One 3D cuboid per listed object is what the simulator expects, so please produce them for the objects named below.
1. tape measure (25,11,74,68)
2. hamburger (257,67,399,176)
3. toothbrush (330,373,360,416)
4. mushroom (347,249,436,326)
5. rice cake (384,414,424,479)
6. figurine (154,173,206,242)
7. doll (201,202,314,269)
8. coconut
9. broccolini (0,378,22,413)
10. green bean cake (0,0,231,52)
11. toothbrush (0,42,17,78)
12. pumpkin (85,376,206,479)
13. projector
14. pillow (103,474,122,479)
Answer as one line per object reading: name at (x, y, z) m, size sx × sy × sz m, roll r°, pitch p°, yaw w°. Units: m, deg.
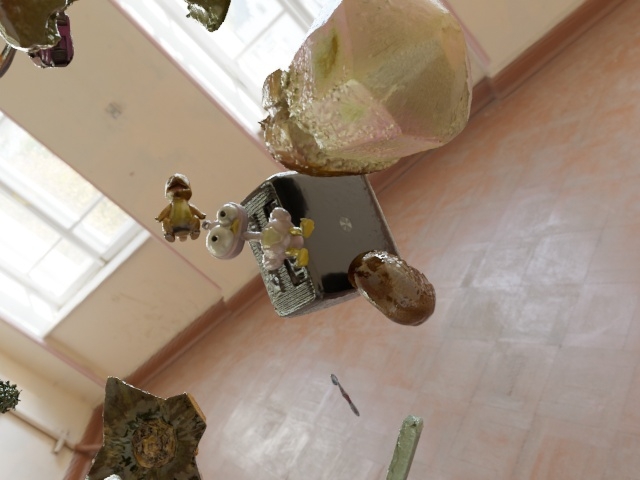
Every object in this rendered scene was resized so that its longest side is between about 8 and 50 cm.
tape measure at (-0.522, -0.393, 1.023) m, size 0.074 × 0.125 × 0.118 m, roll -21°, pitch 45°, yaw -40°
hamburger at (0.008, -0.294, 1.368) m, size 0.446 × 0.268 × 0.287 m, roll -12°, pitch 12°, yaw -40°
toothbrush at (0.059, 0.359, 1.233) m, size 0.013 × 0.193 × 0.019 m, roll -20°, pitch 42°, yaw 9°
mushroom at (0.184, 0.120, 1.394) m, size 0.153 × 0.253 × 0.253 m, roll -57°, pitch 21°, yaw 4°
rice cake at (0.152, 0.456, 1.058) m, size 0.045 × 0.042 × 0.245 m, roll -8°, pitch -65°, yaw -63°
figurine at (-0.348, -0.078, 1.342) m, size 0.122 × 0.122 × 0.176 m, roll 127°, pitch 137°, yaw -74°
doll at (-0.171, -0.013, 1.390) m, size 0.365 × 0.094 × 0.160 m, roll 9°, pitch 90°, yaw 32°
coconut at (0.080, -0.216, 0.701) m, size 0.233 × 0.233 × 0.245 m, roll -56°, pitch 19°, yaw -23°
broccolini at (-0.430, 0.203, 0.646) m, size 0.239 × 0.051 × 0.054 m, roll 134°, pitch 134°, yaw -80°
green bean cake at (-0.217, -0.313, 0.521) m, size 0.236 × 0.232 × 0.124 m, roll -16°, pitch 40°, yaw -23°
toothbrush at (-0.480, -0.346, 0.862) m, size 0.321 × 0.023 × 0.031 m, roll -28°, pitch 0°, yaw 39°
pumpkin at (-0.357, 0.452, 1.182) m, size 0.095 × 0.290 × 0.258 m, roll 95°, pitch -175°, yaw -85°
projector at (0.000, 0.000, 1.637) m, size 0.405 × 0.395 × 0.242 m, roll -13°, pitch -13°, yaw -44°
pillow at (-0.268, 0.396, 0.534) m, size 0.274 × 0.076 × 0.281 m, roll -58°, pitch 22°, yaw -21°
